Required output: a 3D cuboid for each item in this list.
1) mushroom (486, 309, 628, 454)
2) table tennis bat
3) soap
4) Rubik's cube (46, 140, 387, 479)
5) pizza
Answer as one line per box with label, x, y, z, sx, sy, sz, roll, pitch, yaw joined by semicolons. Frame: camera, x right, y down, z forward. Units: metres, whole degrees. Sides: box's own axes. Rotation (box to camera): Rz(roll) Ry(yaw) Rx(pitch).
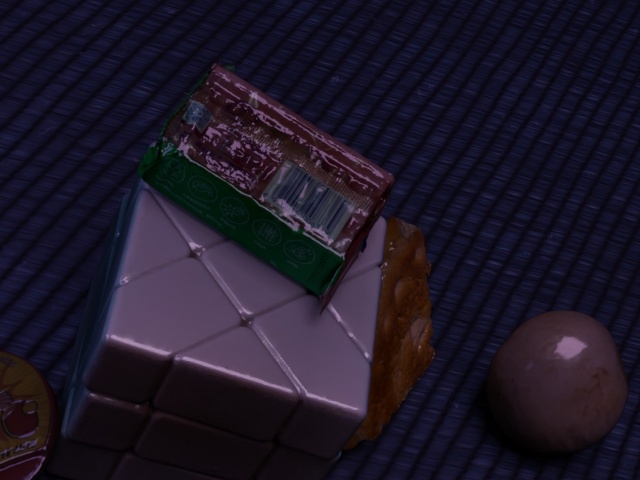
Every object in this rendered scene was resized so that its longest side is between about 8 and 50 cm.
mushroom;0.323;0.189;2.052;0.206;0.206;0.209;-8;36;-31
table tennis bat;-0.390;0.254;1.675;0.200;0.038;0.310;-21;49;-3
soap;-0.059;-0.069;1.689;0.273;0.098;0.218;32;47;1
Rubik's cube;-0.127;0.125;1.782;0.319;0.316;0.322;18;47;-13
pizza;0.083;0.135;1.994;0.086;0.226;0.335;5;73;29
